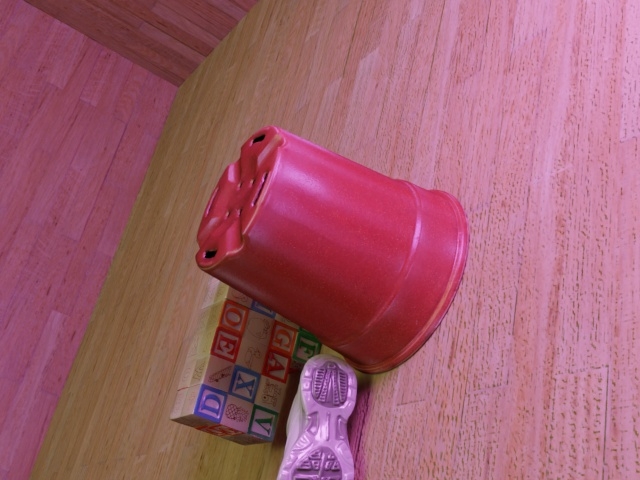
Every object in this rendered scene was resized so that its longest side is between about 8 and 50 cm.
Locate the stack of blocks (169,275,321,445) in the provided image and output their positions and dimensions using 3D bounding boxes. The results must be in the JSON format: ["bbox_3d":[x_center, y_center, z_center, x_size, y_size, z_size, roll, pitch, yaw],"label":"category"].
[{"bbox_3d":[-0.093,0.145,1.169,0.087,0.171,0.297,-27,43,52],"label":"stack of blocks"}]

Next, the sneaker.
[{"bbox_3d":[-0.008,0.268,0.992,0.115,0.091,0.232,114,172,-56],"label":"sneaker"}]

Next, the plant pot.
[{"bbox_3d":[0.000,0.000,1.019,0.272,0.265,0.272,-45,30,35],"label":"plant pot"}]
